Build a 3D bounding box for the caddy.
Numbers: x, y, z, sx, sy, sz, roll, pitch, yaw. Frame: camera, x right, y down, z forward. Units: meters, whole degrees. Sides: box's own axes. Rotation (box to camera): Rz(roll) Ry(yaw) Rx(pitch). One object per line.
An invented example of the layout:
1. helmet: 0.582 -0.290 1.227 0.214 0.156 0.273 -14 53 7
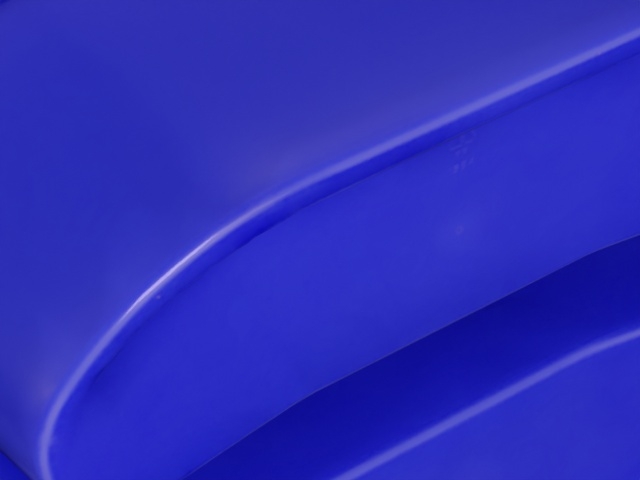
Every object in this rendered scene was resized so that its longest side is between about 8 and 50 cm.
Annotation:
1. caddy: 0.000 0.000 0.604 0.341 0.179 0.241 -24 136 -22
